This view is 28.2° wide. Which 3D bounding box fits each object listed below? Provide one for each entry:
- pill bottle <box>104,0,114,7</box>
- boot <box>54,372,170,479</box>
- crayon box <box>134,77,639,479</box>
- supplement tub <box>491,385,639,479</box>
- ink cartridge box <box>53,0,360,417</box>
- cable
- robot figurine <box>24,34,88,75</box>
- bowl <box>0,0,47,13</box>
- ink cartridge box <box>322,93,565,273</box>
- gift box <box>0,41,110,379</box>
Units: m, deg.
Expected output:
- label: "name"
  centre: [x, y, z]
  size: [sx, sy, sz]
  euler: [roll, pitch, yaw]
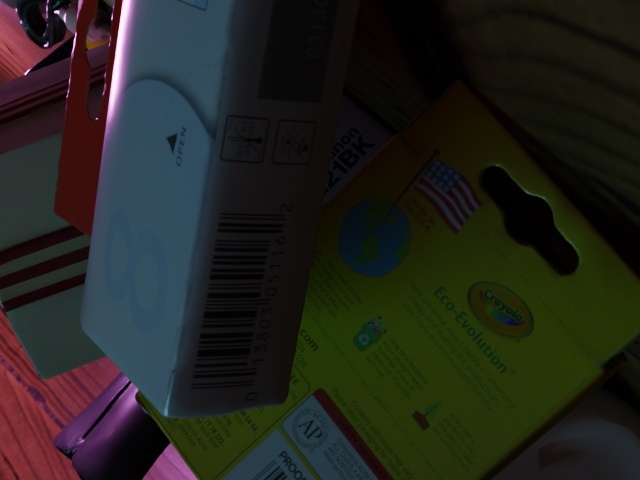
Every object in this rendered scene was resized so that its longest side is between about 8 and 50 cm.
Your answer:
- label: "pill bottle"
  centre: [-0.141, -0.212, 1.093]
  size: [0.116, 0.065, 0.065]
  euler: [39, 168, 35]
- label: "boot"
  centre: [-0.200, 0.219, 1.970]
  size: [0.146, 0.445, 0.367]
  euler: [48, 170, -17]
- label: "crayon box"
  centre: [0.052, 0.076, 0.844]
  size: [0.202, 0.318, 0.081]
  euler: [52, -161, 16]
- label: "supplement tub"
  centre: [0.132, 0.196, 1.160]
  size: [0.228, 0.228, 0.316]
  euler: [50, 169, -26]
- label: "ink cartridge box"
  centre: [-0.125, -0.103, 0.848]
  size: [0.091, 0.308, 0.385]
  euler: [-1, -161, -34]
- label: "cable"
  centre: [-0.282, -0.251, 1.351]
  size: [0.287, 0.072, 0.139]
  euler: [9, 137, 52]
- label: "robot figurine"
  centre: [-0.222, -0.123, 1.497]
  size: [0.278, 0.173, 0.209]
  euler: [41, -159, 22]
- label: "bowl"
  centre: [-0.376, -0.335, 1.510]
  size: [0.142, 0.053, 0.142]
  euler: [45, -169, 3]
- label: "ink cartridge box"
  centre: [0.026, 0.029, 1.001]
  size: [0.273, 0.197, 0.114]
  euler: [41, 168, 20]
- label: "gift box"
  centre: [-0.188, -0.067, 1.199]
  size: [0.276, 0.258, 0.255]
  euler: [-107, -4, -59]
